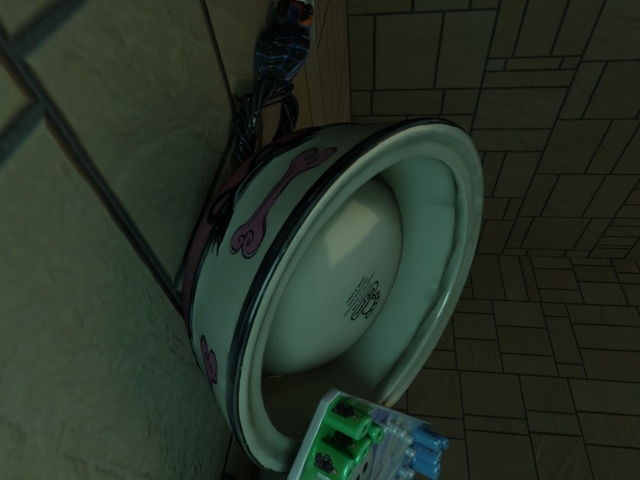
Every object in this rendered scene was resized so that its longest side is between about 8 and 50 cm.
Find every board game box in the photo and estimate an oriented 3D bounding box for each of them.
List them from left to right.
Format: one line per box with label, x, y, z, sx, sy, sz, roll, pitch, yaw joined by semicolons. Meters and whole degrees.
board game box;0.033;0.400;0.498;0.390;0.050;0.389;44;67;-52

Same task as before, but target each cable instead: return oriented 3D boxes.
cable;-0.082;-0.168;0.631;0.150;0.047;0.184;55;50;-61

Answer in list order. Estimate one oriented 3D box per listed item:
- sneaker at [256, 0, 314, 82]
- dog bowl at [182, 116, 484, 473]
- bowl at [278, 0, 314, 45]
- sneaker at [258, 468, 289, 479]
sneaker;-0.055;-0.326;0.720;0.087;0.083;0.221;103;2;-54
dog bowl;0.025;0.048;0.498;0.408;0.150;0.407;-27;130;-38
bowl;-0.045;-0.453;0.844;0.142;0.053;0.141;-62;152;-69
sneaker;-0.074;0.309;0.753;0.123;0.106;0.289;38;54;-38
